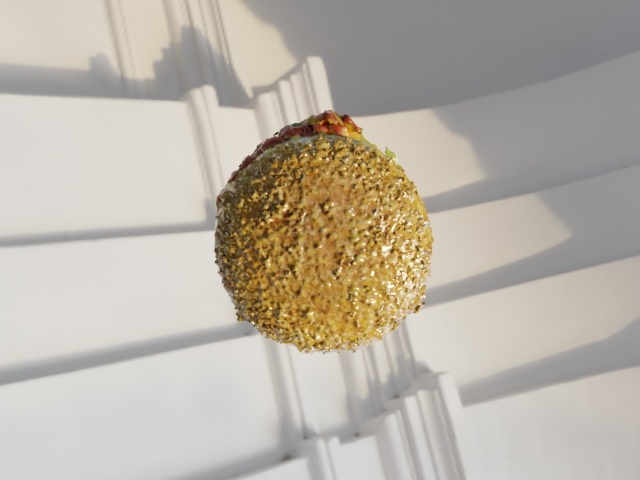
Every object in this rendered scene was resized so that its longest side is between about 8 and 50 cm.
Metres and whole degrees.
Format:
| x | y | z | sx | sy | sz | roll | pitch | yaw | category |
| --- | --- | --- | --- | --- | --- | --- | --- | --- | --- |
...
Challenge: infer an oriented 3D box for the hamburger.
| x | y | z | sx | sy | sz | roll | pitch | yaw | category |
| --- | --- | --- | --- | --- | --- | --- | --- | --- | --- |
| 0.000 | 0.000 | 0.926 | 0.276 | 0.179 | 0.294 | -30 | -92 | 7 | hamburger |
